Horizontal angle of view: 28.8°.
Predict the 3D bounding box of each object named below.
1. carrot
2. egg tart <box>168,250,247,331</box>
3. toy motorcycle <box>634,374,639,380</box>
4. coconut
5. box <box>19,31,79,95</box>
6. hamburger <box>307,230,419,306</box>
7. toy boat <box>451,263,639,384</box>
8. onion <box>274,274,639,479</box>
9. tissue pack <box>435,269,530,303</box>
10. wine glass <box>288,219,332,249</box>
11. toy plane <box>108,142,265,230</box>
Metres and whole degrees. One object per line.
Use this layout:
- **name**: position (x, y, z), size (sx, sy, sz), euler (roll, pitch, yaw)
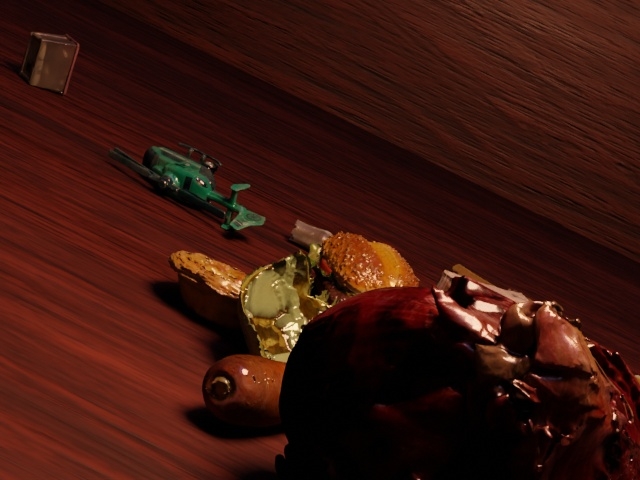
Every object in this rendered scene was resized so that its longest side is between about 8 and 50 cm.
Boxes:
- **carrot**: position (-0.018, 0.129, 1.053), size (0.059, 0.059, 0.248), euler (33, 10, 31)
- **egg tart**: position (-0.095, 0.054, 1.230), size (0.129, 0.049, 0.129), euler (25, 6, -3)
- **toy motorcycle**: position (0.377, 0.199, 1.512), size (0.229, 0.074, 0.151), euler (36, 18, 33)
- **coconut**: position (-0.026, 0.076, 1.160), size (0.158, 0.055, 0.133), euler (24, 42, -40)
- **box**: position (-0.412, -0.272, 1.885), size (0.063, 0.084, 0.060), euler (9, 20, -36)
- **hamburger**: position (0.052, 0.047, 1.456), size (0.137, 0.087, 0.166), euler (21, 13, -18)
- **toy boat**: position (0.234, 0.147, 1.297), size (0.162, 0.136, 0.445), euler (46, -2, -31)
- **onion**: position (0.093, 0.135, 0.854), size (0.281, 0.221, 0.281), euler (39, -28, 25)
- **tissue pack**: position (0.137, 0.111, 1.217), size (0.109, 0.148, 0.060), euler (18, 16, -32)
- **wine glass**: position (0.000, 0.000, 1.667), size (0.083, 0.042, 0.039), euler (25, -17, 6)
- **toy plane**: position (-0.161, -0.071, 1.602), size (0.235, 0.060, 0.096), euler (28, 20, 25)
